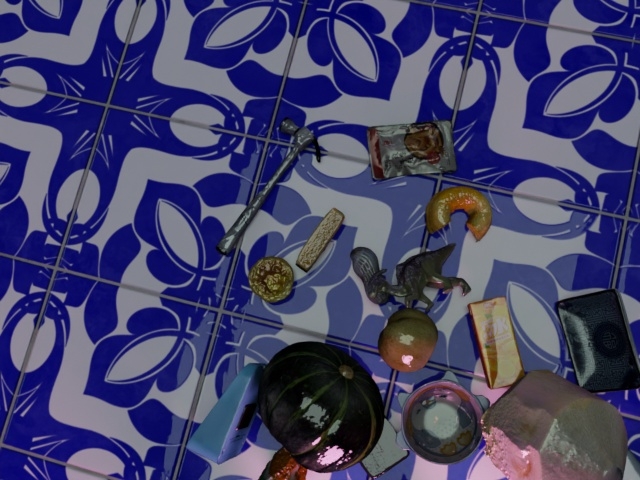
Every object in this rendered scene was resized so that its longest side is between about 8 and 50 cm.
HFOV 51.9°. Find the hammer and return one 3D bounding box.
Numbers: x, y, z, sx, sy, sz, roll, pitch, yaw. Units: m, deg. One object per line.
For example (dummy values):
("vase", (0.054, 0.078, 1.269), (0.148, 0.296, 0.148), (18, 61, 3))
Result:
("hammer", (-0.160, -0.142, 1.836), (0.152, 0.044, 0.427), (37, 87, 10))

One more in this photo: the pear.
("pear", (0.220, 0.249, 1.663), (0.136, 0.167, 0.167), (32, 84, 2))

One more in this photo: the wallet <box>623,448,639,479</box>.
("wallet", (0.718, 0.689, 1.590), (0.290, 0.054, 0.251), (-38, 74, 3))

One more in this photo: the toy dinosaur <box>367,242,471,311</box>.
("toy dinosaur", (0.262, 0.099, 1.693), (0.294, 0.077, 0.162), (-17, 51, -30))

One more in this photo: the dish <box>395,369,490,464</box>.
("dish", (0.305, 0.442, 1.658), (0.236, 0.086, 0.228), (-2, 78, 6))

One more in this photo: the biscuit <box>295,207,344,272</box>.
("biscuit", (0.000, 0.000, 1.785), (0.052, 0.056, 0.188), (35, 86, 12))

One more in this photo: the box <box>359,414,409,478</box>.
("box", (0.148, 0.530, 1.691), (0.125, 0.027, 0.126), (-34, 80, 2))

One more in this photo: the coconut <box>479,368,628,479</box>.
("coconut", (0.539, 0.466, 1.486), (0.297, 0.309, 0.298), (-4, 101, -20))

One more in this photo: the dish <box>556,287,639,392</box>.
("dish", (0.711, 0.249, 1.638), (0.080, 0.181, 0.244), (-6, 78, -34))

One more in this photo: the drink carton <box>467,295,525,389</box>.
("drink carton", (0.450, 0.261, 1.683), (0.096, 0.071, 0.223), (-12, 79, 5))

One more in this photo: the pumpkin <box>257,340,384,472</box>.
("pumpkin", (0.002, 0.392, 1.583), (0.323, 0.323, 0.241), (47, 108, 11))

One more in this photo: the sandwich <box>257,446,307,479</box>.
("sandwich", (-0.075, 0.572, 1.626), (0.109, 0.185, 0.160), (41, 89, 4))

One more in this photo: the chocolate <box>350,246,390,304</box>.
("chocolate", (0.134, 0.091, 1.746), (0.072, 0.072, 0.167), (-25, 78, 1))

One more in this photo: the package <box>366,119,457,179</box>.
("package", (0.253, -0.250, 1.816), (0.239, 0.030, 0.154), (-6, 81, 4))

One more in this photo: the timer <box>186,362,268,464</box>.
("timer", (-0.215, 0.416, 1.644), (0.091, 0.232, 0.250), (24, 82, 12))

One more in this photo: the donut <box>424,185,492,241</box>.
("donut", (0.373, -0.080, 1.752), (0.181, 0.078, 0.146), (10, 84, 6))

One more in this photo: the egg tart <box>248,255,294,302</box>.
("egg tart", (-0.134, 0.106, 1.780), (0.130, 0.052, 0.131), (-1, 80, 4))
